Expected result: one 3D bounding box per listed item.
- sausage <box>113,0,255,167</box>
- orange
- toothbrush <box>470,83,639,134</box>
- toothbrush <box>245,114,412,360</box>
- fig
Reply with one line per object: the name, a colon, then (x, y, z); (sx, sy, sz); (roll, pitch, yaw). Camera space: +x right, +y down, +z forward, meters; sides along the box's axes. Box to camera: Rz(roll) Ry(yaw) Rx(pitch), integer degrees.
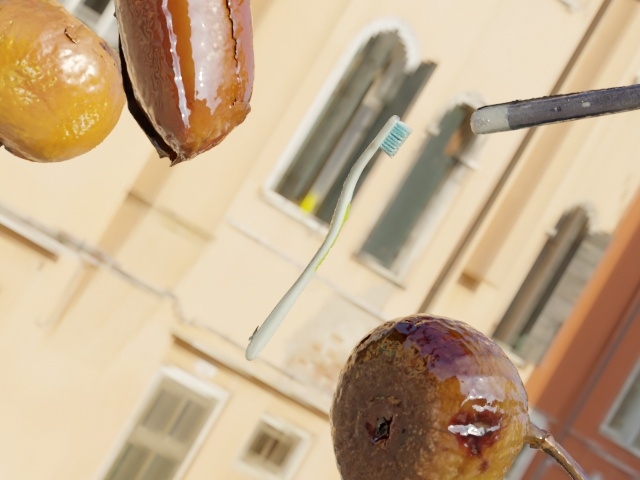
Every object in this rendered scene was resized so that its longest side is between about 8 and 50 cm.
sausage: (-0.101, -0.215, 1.024); (0.102, 0.330, 0.102); (-8, -2, 0)
orange: (-0.300, -0.169, 1.618); (0.193, 0.161, 0.193); (37, -12, 9)
toothbrush: (0.230, -0.098, 1.019); (0.288, 0.024, 0.026); (-7, -12, 32)
toothbrush: (0.000, 0.000, 1.379); (0.026, 0.263, 0.022); (35, 14, 2)
fig: (0.111, 0.124, 1.071); (0.201, 0.146, 0.134); (5, 41, -33)
